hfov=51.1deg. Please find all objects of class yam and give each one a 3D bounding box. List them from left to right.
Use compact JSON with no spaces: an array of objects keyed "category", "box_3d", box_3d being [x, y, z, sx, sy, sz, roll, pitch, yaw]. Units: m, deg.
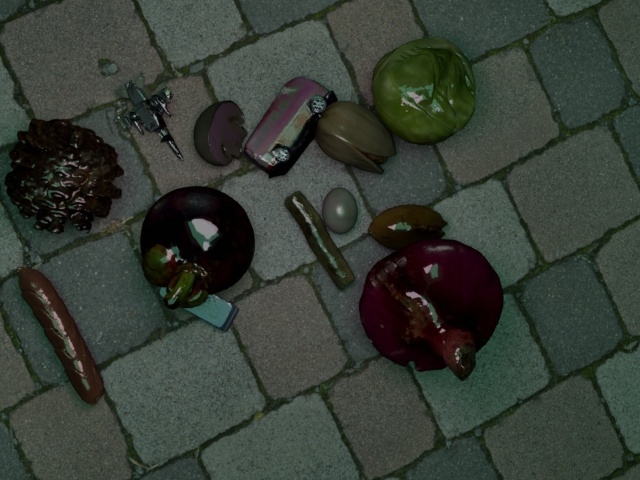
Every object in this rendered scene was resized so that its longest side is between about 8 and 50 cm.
[{"category":"yam","box_3d":[0.000,0.000,1.937,0.071,0.067,0.317,-34,93,-34]}]

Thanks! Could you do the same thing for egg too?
[{"category":"egg","box_3d":[0.056,-0.086,1.927,0.103,0.103,0.134,-3,88,-7]}]

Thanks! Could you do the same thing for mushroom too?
[{"category":"mushroom","box_3d":[-0.294,-0.304,1.887,0.117,0.141,0.188,11,76,27]}]

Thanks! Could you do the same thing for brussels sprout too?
[{"category":"brussels sprout","box_3d":[0.297,-0.411,1.877,0.328,0.247,0.327,9,74,-37]}]

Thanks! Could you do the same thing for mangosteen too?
[{"category":"mangosteen","box_3d":[-0.331,0.018,1.756,0.306,0.359,0.306,3,117,7]}]

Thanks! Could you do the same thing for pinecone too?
[{"category":"pinecone","box_3d":[-0.676,-0.157,1.773,0.298,0.242,0.295,29,95,-7]}]

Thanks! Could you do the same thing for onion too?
[{"category":"onion","box_3d":[0.310,0.200,1.775,0.399,0.420,0.398,-1,110,-4]}]

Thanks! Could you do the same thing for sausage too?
[{"category":"sausage","box_3d":[-0.711,0.256,1.839,0.088,0.088,0.433,-28,93,-7]}]

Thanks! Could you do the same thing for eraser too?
[{"category":"eraser","box_3d":[-0.345,0.174,1.907,0.225,0.036,0.082,31,84,-5]}]

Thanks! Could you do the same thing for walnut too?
[{"category":"walnut","box_3d":[0.256,-0.038,1.940,0.245,0.137,0.137,-6,89,-8]}]

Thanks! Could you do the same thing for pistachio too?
[{"category":"pistachio","box_3d":[0.105,-0.283,1.866,0.288,0.197,0.166,19,114,-40]}]

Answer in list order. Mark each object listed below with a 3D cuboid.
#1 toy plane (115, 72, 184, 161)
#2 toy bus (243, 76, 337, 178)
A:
[{"category":"toy plane","box_3d":[-0.465,-0.332,1.878,0.192,0.088,0.262,-29,96,20]},{"category":"toy bus","box_3d":[-0.088,-0.326,1.903,0.147,0.127,0.302,34,85,-1]}]
